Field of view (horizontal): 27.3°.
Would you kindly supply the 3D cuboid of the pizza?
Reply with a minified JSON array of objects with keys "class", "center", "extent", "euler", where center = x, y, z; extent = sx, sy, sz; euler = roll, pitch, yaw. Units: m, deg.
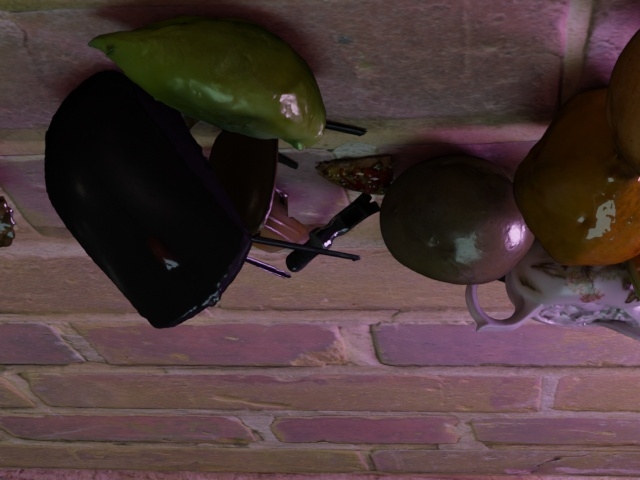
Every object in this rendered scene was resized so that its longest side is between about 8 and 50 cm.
[{"class":"pizza","center":[0.041,-0.076,1.609],"extent":[0.099,0.029,0.100],"euler":[5,159,-3]}]

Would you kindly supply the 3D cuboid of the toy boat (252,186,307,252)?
[{"class":"toy boat","center":[-0.091,-0.045,1.638],"extent":[0.057,0.077,0.200],"euler":[-18,151,30]}]

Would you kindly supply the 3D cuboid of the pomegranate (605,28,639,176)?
[{"class":"pomegranate","center":[0.389,-0.121,1.180],"extent":[0.260,0.261,0.260],"euler":[2,159,1]}]

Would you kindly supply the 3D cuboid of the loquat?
[{"class":"loquat","center":[0.299,-0.066,1.397],"extent":[0.187,0.176,0.234],"euler":[-37,175,-13]}]

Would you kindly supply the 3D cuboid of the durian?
[{"class":"durian","center":[-0.098,-0.159,1.309],"extent":[0.250,0.101,0.139],"euler":[18,155,-34]}]

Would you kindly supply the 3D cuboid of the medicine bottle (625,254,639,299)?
[{"class":"medicine bottle","center":[0.495,0.010,1.588],"extent":[0.238,0.124,0.124],"euler":[-31,146,21]}]

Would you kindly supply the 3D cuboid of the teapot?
[{"class":"teapot","center":[0.344,0.067,1.793],"extent":[0.298,0.139,0.204],"euler":[3,163,-1]}]

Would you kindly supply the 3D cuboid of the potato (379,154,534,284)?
[{"class":"potato","center":[0.163,-0.021,1.572],"extent":[0.178,0.160,0.235],"euler":[38,180,13]}]

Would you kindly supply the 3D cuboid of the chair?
[{"class":"chair","center":[-0.095,-0.063,1.480],"extent":[0.246,0.159,0.172],"euler":[18,156,-37]}]

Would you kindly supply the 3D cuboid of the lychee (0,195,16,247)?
[{"class":"lychee","center":[-0.526,-0.006,1.548],"extent":[0.320,0.270,0.270],"euler":[-30,165,-15]}]

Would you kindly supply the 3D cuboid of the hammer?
[{"class":"hammer","center":[0.000,0.000,1.752],"extent":[0.111,0.033,0.287],"euler":[-37,179,-21]}]

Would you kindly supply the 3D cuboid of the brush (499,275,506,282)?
[{"class":"brush","center":[0.319,0.064,1.957],"extent":[0.193,0.016,0.063],"euler":[18,155,-34]}]

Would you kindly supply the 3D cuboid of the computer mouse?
[{"class":"computer mouse","center":[-0.198,-0.048,1.377],"extent":[0.168,0.295,0.087],"euler":[-45,157,21]}]
